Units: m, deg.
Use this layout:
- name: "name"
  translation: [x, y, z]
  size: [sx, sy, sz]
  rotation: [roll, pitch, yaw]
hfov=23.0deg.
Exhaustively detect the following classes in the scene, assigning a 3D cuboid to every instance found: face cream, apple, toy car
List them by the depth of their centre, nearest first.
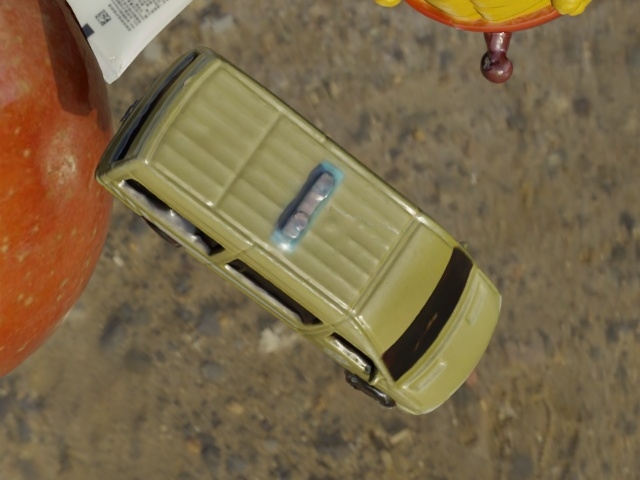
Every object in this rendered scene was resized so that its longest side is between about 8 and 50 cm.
- name: "toy car"
  translation: [0.000, 0.000, 0.897]
  size: [0.256, 0.124, 0.101]
  rotation: [37, 80, -13]
- name: "apple"
  translation: [-0.299, -0.054, 1.030]
  size: [0.348, 0.348, 0.277]
  rotation: [27, 49, 25]
- name: "face cream"
  translation: [-0.130, -0.245, 1.402]
  size: [0.243, 0.058, 0.092]
  rotation: [-43, 102, -25]

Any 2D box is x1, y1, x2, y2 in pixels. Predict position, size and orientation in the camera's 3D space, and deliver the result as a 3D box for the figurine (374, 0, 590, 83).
- name: "figurine"
  translation: [0.148, -0.305, 1.251]
  size: [0.320, 0.196, 0.323]
  rotation: [6, 72, 26]
